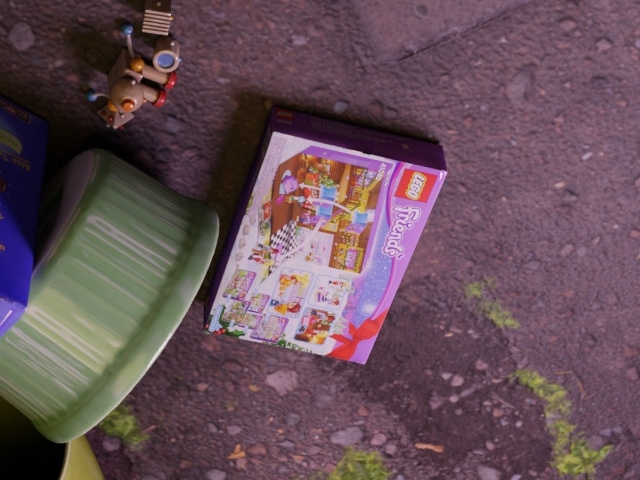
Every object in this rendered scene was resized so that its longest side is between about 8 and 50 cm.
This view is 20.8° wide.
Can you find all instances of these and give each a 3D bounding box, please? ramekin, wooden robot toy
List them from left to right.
[{"bbox_3d":[-0.258,0.048,1.844,0.148,0.303,0.303,36,117,-19],"label":"ramekin"},{"bbox_3d":[-0.188,-0.164,1.816,0.076,0.079,0.173,21,124,-19],"label":"wooden robot toy"}]

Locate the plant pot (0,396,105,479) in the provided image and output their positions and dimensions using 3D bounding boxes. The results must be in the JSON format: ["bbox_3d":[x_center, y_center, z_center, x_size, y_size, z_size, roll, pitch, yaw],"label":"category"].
[{"bbox_3d":[-0.362,0.330,2.097,0.274,0.275,0.293,-19,143,10],"label":"plant pot"}]

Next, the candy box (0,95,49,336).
[{"bbox_3d":[-0.421,-0.055,1.732,0.268,0.317,0.122,30,120,-24],"label":"candy box"}]

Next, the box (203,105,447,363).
[{"bbox_3d":[0.000,0.000,1.968,0.201,0.057,0.293,13,125,-13],"label":"box"}]
